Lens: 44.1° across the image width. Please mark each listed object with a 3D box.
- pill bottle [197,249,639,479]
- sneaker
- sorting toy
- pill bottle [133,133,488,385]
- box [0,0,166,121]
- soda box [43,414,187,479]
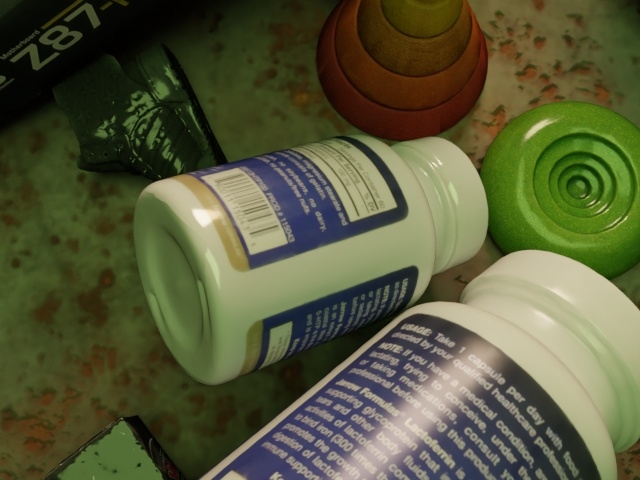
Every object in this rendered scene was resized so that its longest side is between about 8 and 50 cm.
[{"bbox_3d":[0.053,0.126,0.409,0.265,0.153,0.153,-36,82,-25],"label":"pill bottle"},{"bbox_3d":[-0.115,-0.060,0.514,0.089,0.051,0.170,-26,86,4],"label":"sneaker"},{"bbox_3d":[0.153,-0.059,0.482,0.365,0.126,0.127,41,81,6],"label":"sorting toy"},{"bbox_3d":[0.000,0.000,0.453,0.187,0.112,0.112,-17,80,-30],"label":"pill bottle"},{"bbox_3d":[-0.160,-0.286,0.456,0.395,0.097,0.318,-28,79,19],"label":"box"},{"bbox_3d":[-0.086,0.187,0.466,0.060,0.053,0.169,-37,83,-9],"label":"soda box"}]
